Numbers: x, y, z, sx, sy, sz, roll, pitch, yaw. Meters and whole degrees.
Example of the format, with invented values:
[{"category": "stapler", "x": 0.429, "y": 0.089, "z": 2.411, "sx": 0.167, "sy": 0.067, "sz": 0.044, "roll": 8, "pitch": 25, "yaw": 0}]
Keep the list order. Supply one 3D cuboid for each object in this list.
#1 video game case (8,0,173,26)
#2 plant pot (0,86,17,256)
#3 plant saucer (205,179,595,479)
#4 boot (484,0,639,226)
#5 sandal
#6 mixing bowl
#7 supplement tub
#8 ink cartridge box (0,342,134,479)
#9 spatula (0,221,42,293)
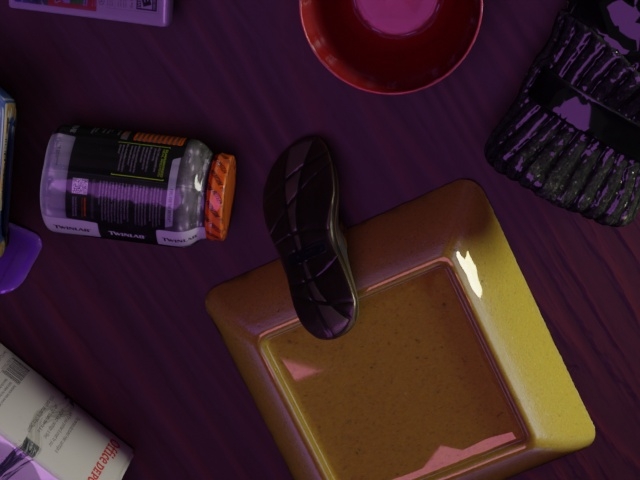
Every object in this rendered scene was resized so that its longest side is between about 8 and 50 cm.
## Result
[{"category": "video game case", "x": -0.233, "y": -0.328, "z": 1.779, "sx": 0.183, "sy": 0.023, "sz": 0.201, "roll": 9, "pitch": 107, "yaw": 18}, {"category": "plant pot", "x": -0.423, "y": -0.071, "z": 1.770, "sx": 0.212, "sy": 0.236, "sz": 0.236, "roll": 4, "pitch": 93, "yaw": -6}, {"category": "plant saucer", "x": 0.082, "y": 0.148, "z": 1.867, "sx": 0.333, "sy": 0.081, "sz": 0.333, "roll": -24, "pitch": 101, "yaw": 12}, {"category": "boot", "x": 0.362, "y": -0.122, "z": 1.729, "sx": 0.348, "sy": 0.131, "sz": 0.260, "roll": 23, "pitch": 100, "yaw": 11}, {"category": "sandal", "x": 0.000, "y": 0.000, "z": 1.819, "sx": 0.090, "sy": 0.060, "sz": 0.219, "roll": -23, "pitch": 71, "yaw": 20}, {"category": "mixing bowl", "x": 0.074, "y": -0.243, "z": 1.748, "sx": 0.181, "sy": 0.098, "sz": 0.181, "roll": 2, "pitch": 105, "yaw": 7}, {"category": "supplement tub", "x": -0.189, "y": -0.055, "z": 1.821, "sx": 0.190, "sy": 0.117, "sz": 0.117, "roll": 7, "pitch": 106, "yaw": 5}, {"category": "ink cartridge box", "x": -0.336, "y": 0.219, "z": 1.885, "sx": 0.237, "sy": 0.172, "sz": 0.100, "roll": 39, "pitch": 106, "yaw": -5}, {"category": "spatula", "x": -0.451, "y": -0.035, "z": 1.900, "sx": 0.296, "sy": 0.030, "sz": 0.084, "roll": 29, "pitch": 101, "yaw": -1}]
